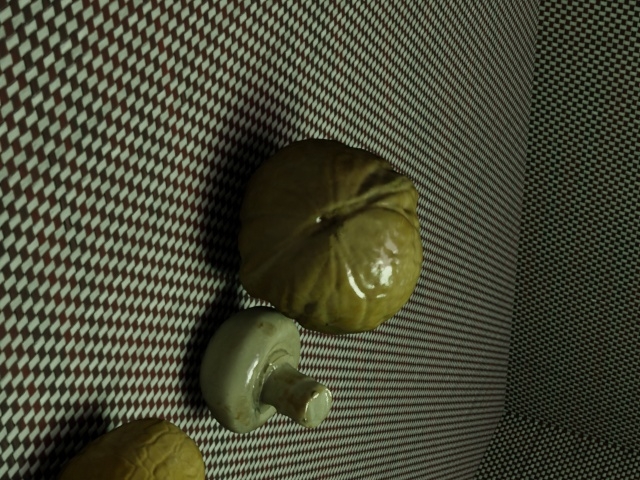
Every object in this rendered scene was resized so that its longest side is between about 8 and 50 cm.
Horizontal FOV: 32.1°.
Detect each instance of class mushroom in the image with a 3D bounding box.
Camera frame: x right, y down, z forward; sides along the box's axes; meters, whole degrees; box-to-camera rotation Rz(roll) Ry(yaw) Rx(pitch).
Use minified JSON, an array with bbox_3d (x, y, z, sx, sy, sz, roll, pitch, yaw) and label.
[{"bbox_3d":[-0.087,0.197,1.714,0.206,0.209,0.206,19,66,-51],"label":"mushroom"}]

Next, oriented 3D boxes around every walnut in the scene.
[{"bbox_3d":[0.015,-0.004,1.688,0.333,0.333,0.332,15,90,-69],"label":"walnut"},{"bbox_3d":[-0.243,0.331,1.417,0.226,0.193,0.193,-40,140,-60],"label":"walnut"}]
